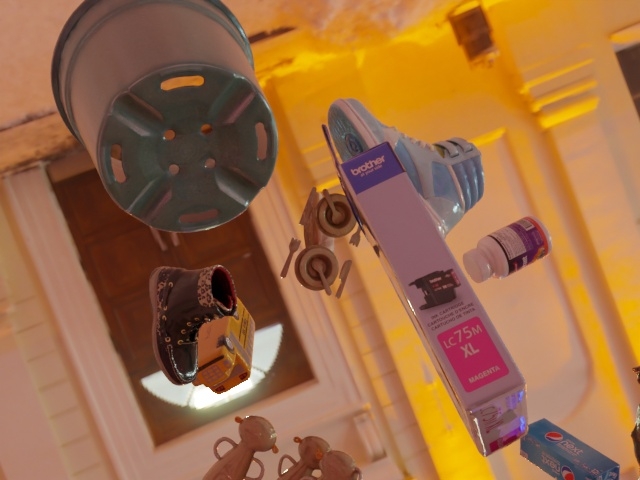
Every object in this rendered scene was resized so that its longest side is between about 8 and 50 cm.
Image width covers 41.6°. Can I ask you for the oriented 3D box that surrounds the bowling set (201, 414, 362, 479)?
[{"bbox_3d":[0.004,0.319,1.075,0.154,0.287,0.200,-55,173,5],"label":"bowling set"}]

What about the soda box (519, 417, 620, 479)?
[{"bbox_3d":[0.496,0.439,1.691,0.071,0.067,0.210,-15,-157,-25],"label":"soda box"}]

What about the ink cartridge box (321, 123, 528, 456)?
[{"bbox_3d":[0.099,0.038,0.807,0.065,0.311,0.186,-28,151,0],"label":"ink cartridge box"}]

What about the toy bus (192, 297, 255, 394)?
[{"bbox_3d":[-0.226,0.243,1.935,0.108,0.130,0.333,-29,-162,7],"label":"toy bus"}]

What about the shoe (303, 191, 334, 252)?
[{"bbox_3d":[0.000,0.000,1.888,0.058,0.219,0.076,0,-179,-19],"label":"shoe"}]

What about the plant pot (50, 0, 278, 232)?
[{"bbox_3d":[-0.225,-0.194,1.284,0.341,0.341,0.334,-22,-146,-8],"label":"plant pot"}]

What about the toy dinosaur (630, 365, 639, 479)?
[{"bbox_3d":[0.335,0.219,0.803,0.064,0.268,0.118,-23,-137,-18],"label":"toy dinosaur"}]

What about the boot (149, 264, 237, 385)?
[{"bbox_3d":[-0.237,0.160,1.599,0.178,0.237,0.085,-8,-179,40],"label":"boot"}]

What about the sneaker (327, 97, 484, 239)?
[{"bbox_3d":[0.169,-0.159,1.533,0.208,0.319,0.127,-38,-175,-20],"label":"sneaker"}]

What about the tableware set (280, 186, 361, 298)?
[{"bbox_3d":[0.013,0.002,1.601,0.128,0.194,0.039,21,175,-12],"label":"tableware set"}]

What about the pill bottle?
[{"bbox_3d":[0.437,0.026,1.986,0.193,0.108,0.108,-25,-177,-15],"label":"pill bottle"}]
